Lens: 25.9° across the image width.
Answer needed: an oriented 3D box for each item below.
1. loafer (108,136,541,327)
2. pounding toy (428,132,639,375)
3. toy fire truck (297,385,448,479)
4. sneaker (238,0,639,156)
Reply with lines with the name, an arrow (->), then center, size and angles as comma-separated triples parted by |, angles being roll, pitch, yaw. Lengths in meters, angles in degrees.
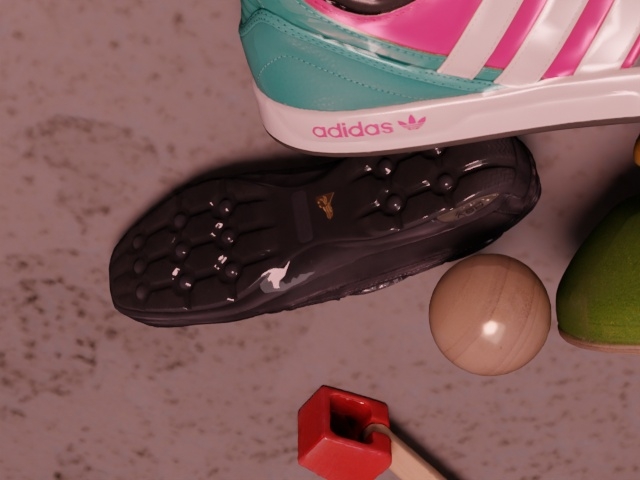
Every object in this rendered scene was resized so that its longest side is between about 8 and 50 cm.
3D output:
loafer -> 0.000, 0.000, 0.679 | 0.223, 0.076, 0.078 | -18, 155, 22
pounding toy -> 0.164, -0.019, 0.635 | 0.236, 0.183, 0.110 | -10, 96, 8
toy fire truck -> 0.048, 0.177, 0.806 | 0.192, 0.047, 0.135 | 28, 116, -17
sneaker -> 0.096, -0.147, 0.569 | 0.295, 0.124, 0.178 | -11, 131, 8
